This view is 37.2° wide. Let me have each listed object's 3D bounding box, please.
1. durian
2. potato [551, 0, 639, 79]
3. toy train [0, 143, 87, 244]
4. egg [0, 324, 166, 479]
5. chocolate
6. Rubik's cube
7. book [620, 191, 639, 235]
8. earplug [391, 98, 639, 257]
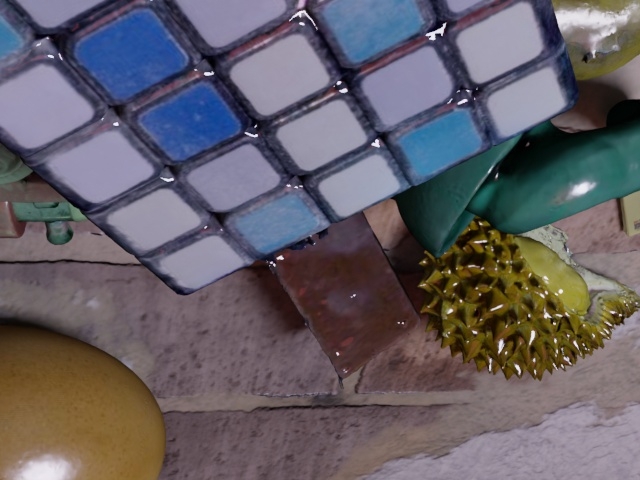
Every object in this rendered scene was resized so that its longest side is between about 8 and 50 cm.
[{"bbox_3d":[0.219,0.060,0.998,0.306,0.166,0.172,22,150,-32],"label":"durian"},{"bbox_3d":[0.198,-0.184,0.793,0.188,0.085,0.105,5,129,-11],"label":"potato"},{"bbox_3d":[-0.304,-0.072,0.730,0.304,0.150,0.221,0,141,-3],"label":"toy train"},{"bbox_3d":[-0.312,0.206,0.921,0.322,0.250,0.250,-3,133,-15],"label":"egg"},{"bbox_3d":[0.000,0.000,0.912,0.112,0.112,0.321,-28,132,0],"label":"chocolate"},{"bbox_3d":[-0.056,-0.190,0.559,0.292,0.287,0.293,-28,142,12],"label":"Rubik's cube"},{"bbox_3d":[0.351,-0.057,0.996,0.077,0.014,0.111,-21,134,4],"label":"book"},{"bbox_3d":[0.166,-0.091,0.821,0.280,0.257,0.164,29,161,6],"label":"earplug"}]
